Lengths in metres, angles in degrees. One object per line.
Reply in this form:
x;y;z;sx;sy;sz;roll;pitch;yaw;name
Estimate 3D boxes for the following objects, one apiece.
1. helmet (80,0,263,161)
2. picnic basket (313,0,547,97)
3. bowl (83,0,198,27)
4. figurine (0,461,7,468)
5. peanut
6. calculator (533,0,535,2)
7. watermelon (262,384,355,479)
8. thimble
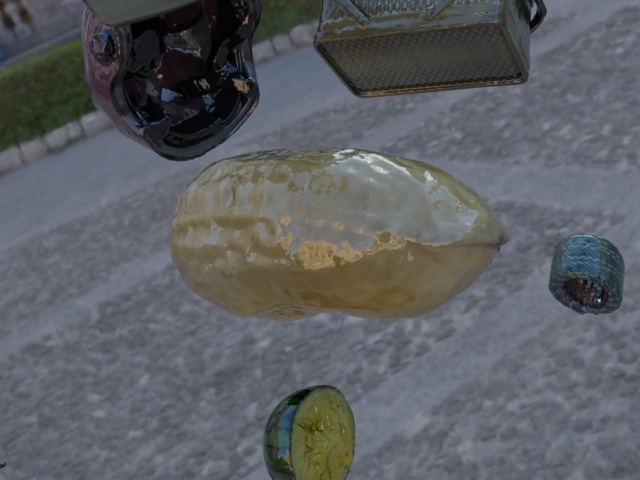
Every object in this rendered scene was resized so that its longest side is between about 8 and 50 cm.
-0.234;-0.292;1.474;0.271;0.338;0.197;-31;38;-33;helmet
0.133;-0.280;1.248;0.266;0.165;0.139;-1;71;24;picnic basket
-0.136;-0.393;0.971;0.185;0.354;0.354;-5;22;6;bowl
-0.434;0.290;1.125;0.205;0.103;0.260;-2;-38;-42;figurine
-0.005;-0.002;0.889;0.340;0.174;0.158;0;51;52;peanut
0.322;-0.424;1.386;0.184;0.042;0.295;-69;4;-58;calculator
-0.015;0.177;0.881;0.062;0.105;0.105;-3;28;36;watermelon
0.446;0.057;1.682;0.118;0.135;0.090;-9;50;39;thimble
